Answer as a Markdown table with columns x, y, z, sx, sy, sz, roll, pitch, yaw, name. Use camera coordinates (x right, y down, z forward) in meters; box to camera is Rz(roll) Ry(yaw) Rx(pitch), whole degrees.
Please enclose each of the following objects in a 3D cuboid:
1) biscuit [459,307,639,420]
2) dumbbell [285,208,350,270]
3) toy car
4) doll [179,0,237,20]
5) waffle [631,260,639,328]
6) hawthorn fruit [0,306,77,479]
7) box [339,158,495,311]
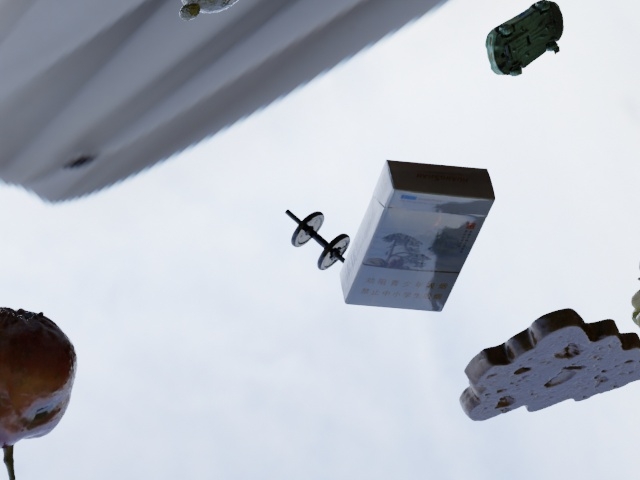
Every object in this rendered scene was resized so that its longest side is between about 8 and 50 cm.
| x | y | z | sx | sy | sz | roll | pitch | yaw | name |
| --- | --- | --- | --- | --- | --- | --- | --- | --- | --- |
| 0.335 | 0.175 | 2.168 | 0.301 | 0.278 | 0.043 | 6 | -127 | -32 | biscuit |
| 0.000 | 0.000 | 2.358 | 0.147 | 0.069 | 0.069 | 40 | -155 | 19 | dumbbell |
| 0.336 | -0.334 | 2.565 | 0.186 | 0.058 | 0.093 | -35 | -62 | -36 | toy car |
| -0.144 | -0.375 | 2.033 | 0.097 | 0.137 | 0.209 | 38 | -156 | -29 | doll |
| 0.493 | 0.023 | 1.833 | 0.062 | 0.329 | 0.329 | 37 | -147 | -28 | waffle |
| -0.353 | 0.218 | 1.781 | 0.165 | 0.165 | 0.285 | -17 | -73 | -59 | hawthorn fruit |
| 0.130 | -0.004 | 2.121 | 0.149 | 0.233 | 0.067 | 4 | -135 | -19 | box |
